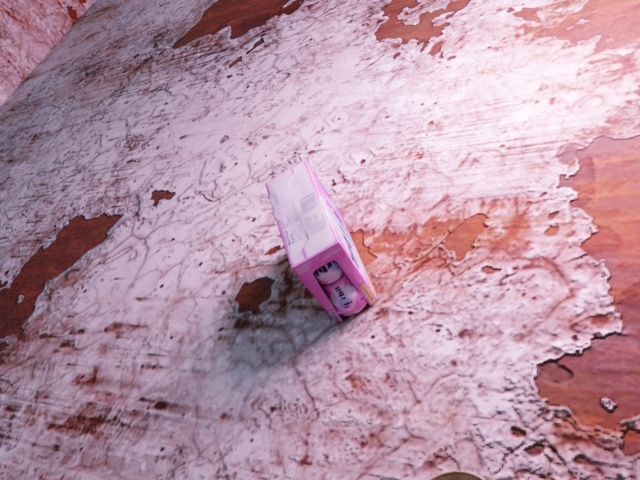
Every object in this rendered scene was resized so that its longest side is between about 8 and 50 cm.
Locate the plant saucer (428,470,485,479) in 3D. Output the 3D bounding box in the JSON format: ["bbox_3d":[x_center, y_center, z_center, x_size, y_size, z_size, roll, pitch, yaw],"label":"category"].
[{"bbox_3d":[0.113,0.234,0.551,0.084,0.015,0.083,-20,42,19],"label":"plant saucer"}]

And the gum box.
[{"bbox_3d":[0.000,0.000,0.801,0.062,0.107,0.188,-30,39,8],"label":"gum box"}]
